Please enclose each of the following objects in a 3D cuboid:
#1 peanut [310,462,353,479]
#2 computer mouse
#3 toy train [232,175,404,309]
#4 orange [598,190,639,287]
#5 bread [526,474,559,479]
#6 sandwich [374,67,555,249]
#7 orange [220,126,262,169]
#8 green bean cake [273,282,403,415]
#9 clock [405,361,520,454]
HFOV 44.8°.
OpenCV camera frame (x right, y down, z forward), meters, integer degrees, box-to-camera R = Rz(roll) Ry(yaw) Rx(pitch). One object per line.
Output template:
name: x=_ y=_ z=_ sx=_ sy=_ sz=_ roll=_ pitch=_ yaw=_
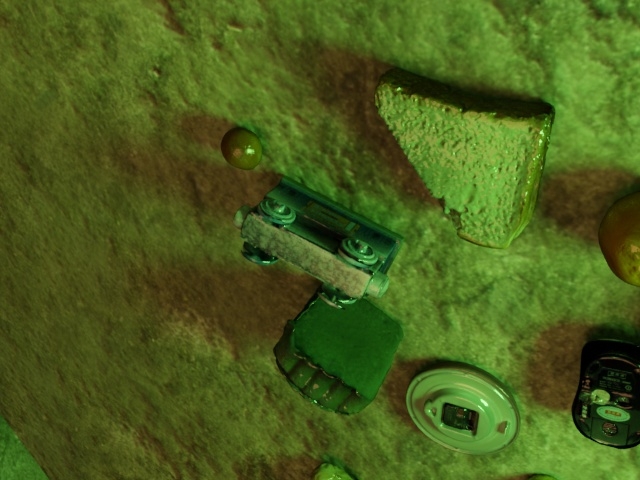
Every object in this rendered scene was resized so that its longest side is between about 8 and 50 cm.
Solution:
peanut: x=0.050 y=0.646 z=1.933 sx=0.103 sy=0.098 sz=0.230 roll=15 pitch=138 yaw=54
computer mouse: x=0.526 y=0.264 z=1.384 sx=0.137 sy=0.096 sz=0.233 roll=9 pitch=123 yaw=17
toy train: x=0.000 y=0.000 z=1.411 sx=0.299 sy=0.202 sz=0.131 roll=29 pitch=116 yaw=8
orange: x=0.501 y=0.002 z=1.174 sx=0.158 sy=0.136 sz=0.159 roll=14 pitch=126 yaw=20
bread: x=0.471 y=0.613 z=1.677 sx=0.102 sy=0.094 sz=0.246 roll=14 pitch=129 yaw=13
sandwich: x=0.217 y=-0.129 z=1.259 sx=0.288 sy=0.100 sz=0.254 roll=19 pitch=130 yaw=15
orange: x=-0.146 y=-0.171 z=1.450 sx=0.085 sy=0.085 sz=0.085 roll=15 pitch=129 yaw=19
green bean cake: x=0.030 y=0.211 z=1.529 sx=0.222 sy=0.227 sz=0.125 roll=37 pitch=131 yaw=-1
clock: x=0.292 y=0.352 z=1.605 sx=0.244 sy=0.056 sz=0.245 roll=16 pitch=129 yaw=20
